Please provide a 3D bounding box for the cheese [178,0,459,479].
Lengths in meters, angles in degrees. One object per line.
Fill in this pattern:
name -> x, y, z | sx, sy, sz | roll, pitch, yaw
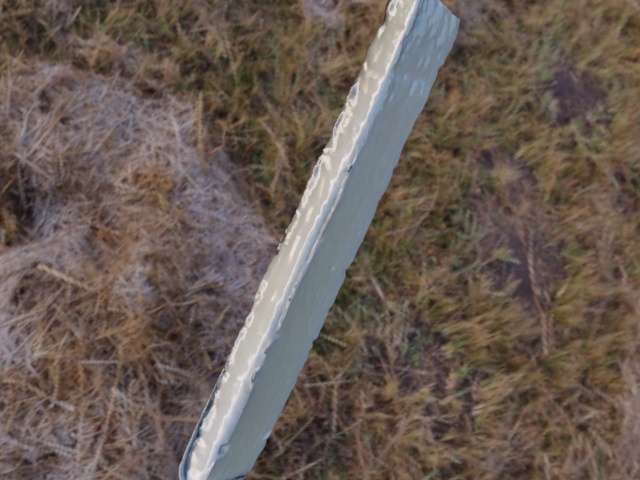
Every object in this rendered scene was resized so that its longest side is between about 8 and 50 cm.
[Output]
cheese -> 0.003, 0.001, 0.665 | 0.085, 0.034, 0.400 | 24, 92, -60
